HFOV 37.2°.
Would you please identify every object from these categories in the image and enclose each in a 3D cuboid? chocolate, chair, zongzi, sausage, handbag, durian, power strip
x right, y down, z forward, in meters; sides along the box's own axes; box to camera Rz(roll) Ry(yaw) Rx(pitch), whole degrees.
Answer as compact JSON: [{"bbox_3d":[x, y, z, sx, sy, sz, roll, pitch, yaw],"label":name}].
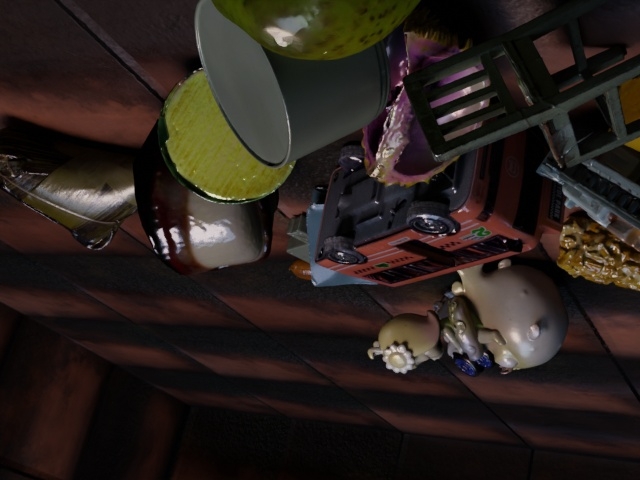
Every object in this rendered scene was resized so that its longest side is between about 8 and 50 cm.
[{"bbox_3d":[-0.173,-0.084,1.640,0.186,0.283,0.283,-11,150,17],"label":"chocolate"},{"bbox_3d":[0.258,-0.166,1.144,0.271,0.136,0.147,-25,146,10],"label":"chair"},{"bbox_3d":[-0.454,-0.149,1.821,0.318,0.154,0.289,-30,130,34],"label":"zongzi"},{"bbox_3d":[0.016,0.064,2.102,0.183,0.054,0.062,4,-172,19],"label":"sausage"},{"bbox_3d":[0.049,-0.003,1.830,0.144,0.057,0.221,3,133,6],"label":"handbag"},{"bbox_3d":[0.141,-0.191,1.259,0.187,0.153,0.260,17,136,-14],"label":"durian"},{"bbox_3d":[0.000,0.000,1.947,0.145,0.061,0.216,28,154,-29],"label":"power strip"}]

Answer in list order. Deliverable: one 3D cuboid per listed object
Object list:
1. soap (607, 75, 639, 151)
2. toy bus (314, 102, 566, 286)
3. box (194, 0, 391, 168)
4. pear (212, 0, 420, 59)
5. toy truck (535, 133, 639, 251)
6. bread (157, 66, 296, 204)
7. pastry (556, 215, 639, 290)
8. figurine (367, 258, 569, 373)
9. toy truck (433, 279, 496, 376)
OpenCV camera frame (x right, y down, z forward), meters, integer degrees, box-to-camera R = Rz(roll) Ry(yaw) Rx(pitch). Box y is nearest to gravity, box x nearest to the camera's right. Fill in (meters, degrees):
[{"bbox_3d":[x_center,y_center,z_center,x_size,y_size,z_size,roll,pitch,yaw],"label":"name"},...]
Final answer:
[{"bbox_3d":[0.555,-0.141,1.214,0.325,0.096,0.204,21,158,-15],"label":"soap"},{"bbox_3d":[0.176,-0.056,1.526,0.233,0.203,0.427,21,158,-26],"label":"toy bus"},{"bbox_3d":[-0.038,-0.222,1.183,0.226,0.149,0.226,48,155,31],"label":"box"},{"bbox_3d":[0.014,-0.316,0.867,0.239,0.318,0.342,10,160,23],"label":"pear"},{"bbox_3d":[0.451,-0.040,1.291,0.184,0.133,0.338,17,-158,-48],"label":"toy truck"},{"bbox_3d":[-0.141,-0.166,1.486,0.229,0.228,0.033,14,-165,1],"label":"bread"},{"bbox_3d":[0.532,0.026,1.621,0.250,0.102,0.154,11,157,14],"label":"pastry"},{"bbox_3d":[0.280,0.149,1.889,0.394,0.274,0.226,-18,-175,11],"label":"figurine"},{"bbox_3d":[0.331,0.181,2.084,0.177,0.161,0.213,35,158,2],"label":"toy truck"}]
